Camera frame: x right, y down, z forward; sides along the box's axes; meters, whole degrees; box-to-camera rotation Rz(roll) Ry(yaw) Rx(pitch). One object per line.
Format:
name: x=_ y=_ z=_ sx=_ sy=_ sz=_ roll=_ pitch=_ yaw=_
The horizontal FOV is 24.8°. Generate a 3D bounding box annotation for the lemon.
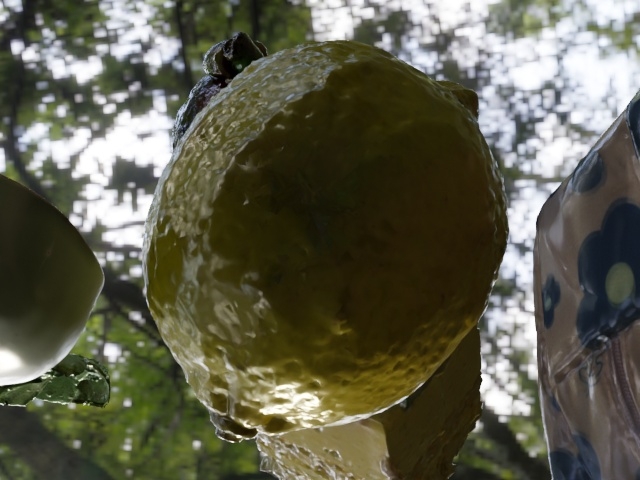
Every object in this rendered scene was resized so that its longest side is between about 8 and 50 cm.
lemon: x=0.000 y=0.000 z=1.095 sx=0.322 sy=0.268 sz=0.268 roll=-51 pitch=-48 yaw=-14

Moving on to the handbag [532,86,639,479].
handbag: x=0.223 y=0.054 z=0.602 sx=0.251 sy=0.190 sz=0.193 roll=9 pitch=-115 yaw=-10

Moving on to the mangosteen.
mangosteen: x=-0.064 y=-0.116 z=1.561 sx=0.216 sy=0.216 sz=0.216 roll=2 pitch=-92 yaw=-54

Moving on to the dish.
dish: x=-0.297 y=0.037 z=1.090 sx=0.256 sy=0.256 sz=0.117 roll=42 pitch=-127 yaw=-46

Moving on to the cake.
cake: x=0.050 y=0.159 z=1.713 sx=0.222 sy=0.227 sz=0.286 roll=-50 pitch=-31 yaw=-34

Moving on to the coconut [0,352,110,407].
coconut: x=-0.284 y=0.146 z=1.466 sx=0.158 sy=0.133 sz=0.055 roll=-3 pitch=-122 yaw=-39
